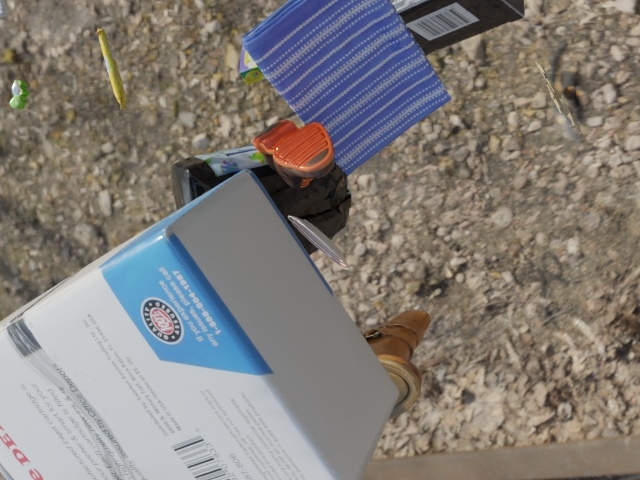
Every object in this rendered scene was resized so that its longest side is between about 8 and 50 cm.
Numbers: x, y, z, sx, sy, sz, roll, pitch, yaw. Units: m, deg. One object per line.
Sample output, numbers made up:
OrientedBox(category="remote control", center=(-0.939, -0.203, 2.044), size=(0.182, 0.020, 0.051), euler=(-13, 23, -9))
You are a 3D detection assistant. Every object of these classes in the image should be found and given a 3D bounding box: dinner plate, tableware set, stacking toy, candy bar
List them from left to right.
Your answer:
OrientedBox(category="stacking toy", center=(-0.576, -0.329, 1.286), size=(0.052, 0.167, 0.221), euler=(-17, 85, 16))
OrientedBox(category="candy bar", center=(-0.403, -0.332, 1.502), size=(0.018, 0.040, 0.162), euler=(-15, 95, 3))
OrientedBox(category="dinner plate", center=(0.000, 0.000, 1.352), size=(0.141, 0.141, 0.017), euler=(40, 85, 21))
OrientedBox(category="tableware set", center=(0.517, -0.306, 1.683), size=(0.020, 0.168, 0.141), euler=(-32, 60, 20))

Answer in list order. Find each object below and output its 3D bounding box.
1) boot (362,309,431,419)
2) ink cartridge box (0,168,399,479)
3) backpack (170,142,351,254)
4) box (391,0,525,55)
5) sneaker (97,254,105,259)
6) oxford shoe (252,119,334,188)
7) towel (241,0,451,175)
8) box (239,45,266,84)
OrientedBox(category="boot", center=(0.113, 0.185, 1.206), size=(0.109, 0.220, 0.283), euler=(56, 146, 3))
OrientedBox(category="ink cartridge box", center=(-0.167, 0.149, 0.803), size=(0.394, 0.166, 0.285), euler=(-27, 103, 32))
OrientedBox(category="backpack", center=(-0.106, -0.074, 1.537), size=(0.273, 0.355, 0.290), euler=(-139, 36, -58))
OrientedBox(category="box", center=(0.270, -0.663, 1.745), size=(0.293, 0.212, 0.396), euler=(-12, 72, 41))
OrientedBox(category="sneaker", center=(-0.293, 0.080, 1.039), size=(0.047, 0.057, 0.119), euler=(7, 103, 25))
OrientedBox(category="oxford shoe", center=(-0.028, -0.137, 1.306), size=(0.098, 0.097, 0.271), euler=(58, 173, -24))
OrientedBox(category="towel", center=(0.053, -0.289, 1.315), size=(0.243, 0.336, 0.040), euler=(-36, 35, 8))
OrientedBox(category="box", center=(-0.081, -0.400, 1.622), size=(0.179, 0.043, 0.105), euler=(-14, 52, 19))
